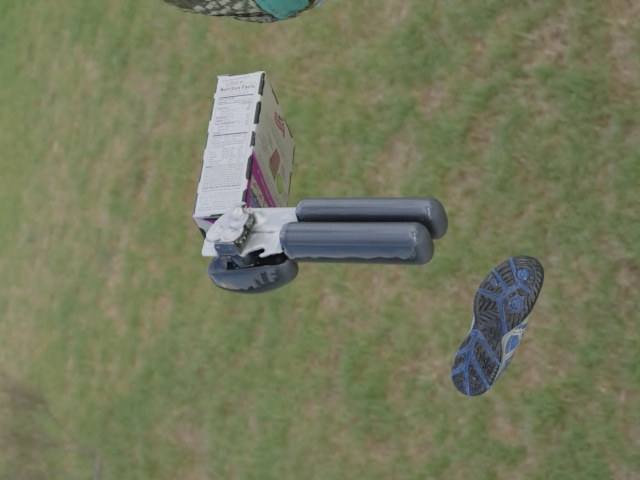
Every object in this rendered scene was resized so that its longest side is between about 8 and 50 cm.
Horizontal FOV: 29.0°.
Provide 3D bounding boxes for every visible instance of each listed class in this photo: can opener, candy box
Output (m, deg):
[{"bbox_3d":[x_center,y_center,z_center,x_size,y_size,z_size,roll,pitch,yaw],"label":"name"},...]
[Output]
[{"bbox_3d":[0.000,0.000,1.244,0.280,0.093,0.074,-4,41,36],"label":"can opener"},{"bbox_3d":[-0.095,-0.080,1.599,0.159,0.071,0.233,68,-156,-52],"label":"candy box"}]

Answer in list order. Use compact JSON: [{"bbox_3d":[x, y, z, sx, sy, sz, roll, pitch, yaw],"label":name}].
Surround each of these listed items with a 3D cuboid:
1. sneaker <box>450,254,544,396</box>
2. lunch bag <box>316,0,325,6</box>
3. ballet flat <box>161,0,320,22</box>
[{"bbox_3d":[0.241,0.116,1.698,0.080,0.081,0.211,28,86,17],"label":"sneaker"},{"bbox_3d":[-0.057,-0.264,0.826,0.090,0.176,0.219,-42,58,-4],"label":"lunch bag"},{"bbox_3d":[-0.109,-0.286,0.514,0.164,0.182,0.482,-27,70,11],"label":"ballet flat"}]
